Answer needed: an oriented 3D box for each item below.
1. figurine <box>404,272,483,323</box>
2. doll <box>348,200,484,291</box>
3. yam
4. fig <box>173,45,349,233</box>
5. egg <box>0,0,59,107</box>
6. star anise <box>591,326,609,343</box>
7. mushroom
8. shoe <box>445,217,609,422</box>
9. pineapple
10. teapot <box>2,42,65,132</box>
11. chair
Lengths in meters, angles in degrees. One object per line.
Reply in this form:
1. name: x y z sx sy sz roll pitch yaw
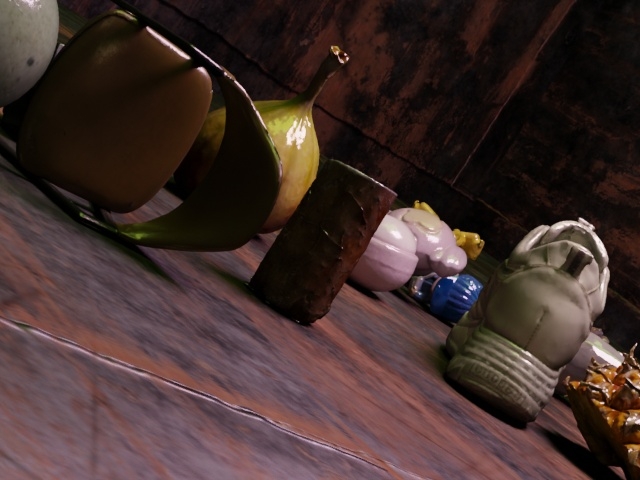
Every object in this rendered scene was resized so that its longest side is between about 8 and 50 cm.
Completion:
1. figurine: 0.169 0.075 1.989 0.079 0.077 0.136 50 -12 -15
2. doll: 0.087 0.002 1.852 0.160 0.094 0.365 31 12 24
3. yam: 0.001 0.001 1.294 0.079 0.141 0.079 31 1 0
4. fig: -0.050 -0.099 1.593 0.160 0.231 0.143 35 44 -32
5. egg: -0.303 -0.186 1.069 0.237 0.169 0.169 28 7 -22
6. star anise: 0.327 0.143 2.099 0.231 0.089 0.209 25 20 -17
7. mushroom: 0.381 0.195 1.898 0.278 0.096 0.099 34 8 16
8. shoe: 0.240 0.073 1.591 0.132 0.210 0.342 33 6 5
9. pineapple: 0.310 0.180 1.496 0.233 0.080 0.135 -141 -145 -72
10. teapot: -0.240 -0.124 1.350 0.096 0.087 0.177 13 -10 42
11. chair: -0.153 -0.096 1.177 0.172 0.158 0.247 31 4 -33
